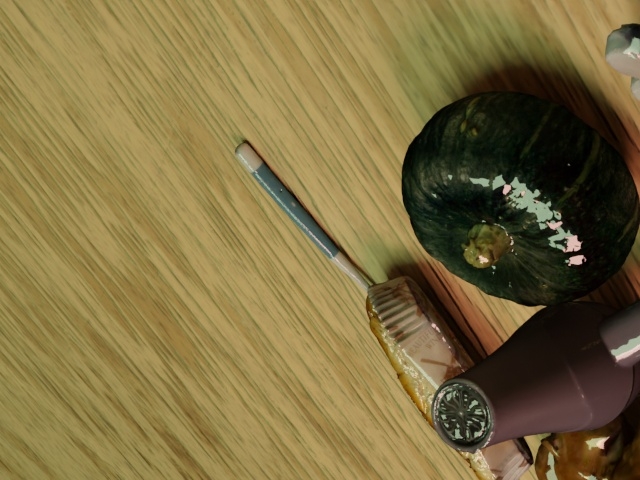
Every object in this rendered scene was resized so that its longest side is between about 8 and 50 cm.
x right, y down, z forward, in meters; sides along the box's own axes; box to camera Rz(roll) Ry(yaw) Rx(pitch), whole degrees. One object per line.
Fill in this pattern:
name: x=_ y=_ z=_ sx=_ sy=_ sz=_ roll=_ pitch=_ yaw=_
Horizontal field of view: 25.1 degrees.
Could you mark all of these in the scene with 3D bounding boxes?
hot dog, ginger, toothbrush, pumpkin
hot dog: x=0.133 y=0.151 z=1.517 sx=0.268 sy=0.075 sz=0.144 roll=54 pitch=-175 yaw=-10
ginger: x=0.336 y=0.280 z=1.455 sx=0.274 sy=0.152 sz=0.357 roll=61 pitch=164 yaw=25
toothbrush: x=0.000 y=0.000 z=1.540 sx=0.276 sy=0.019 sz=0.025 roll=48 pitch=151 yaw=-17
pumpkin: x=0.169 y=-0.032 z=1.241 sx=0.211 sy=0.152 sz=0.212 roll=19 pitch=155 yaw=9

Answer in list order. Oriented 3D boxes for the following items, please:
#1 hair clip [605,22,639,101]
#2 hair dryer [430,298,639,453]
hair clip: x=0.337 y=-0.104 z=1.086 sx=0.257 sy=0.075 sz=0.146 roll=33 pitch=159 yaw=1
hair dryer: x=0.281 y=0.060 z=1.213 sx=0.361 sy=0.301 sz=0.121 roll=-38 pitch=75 yaw=33
